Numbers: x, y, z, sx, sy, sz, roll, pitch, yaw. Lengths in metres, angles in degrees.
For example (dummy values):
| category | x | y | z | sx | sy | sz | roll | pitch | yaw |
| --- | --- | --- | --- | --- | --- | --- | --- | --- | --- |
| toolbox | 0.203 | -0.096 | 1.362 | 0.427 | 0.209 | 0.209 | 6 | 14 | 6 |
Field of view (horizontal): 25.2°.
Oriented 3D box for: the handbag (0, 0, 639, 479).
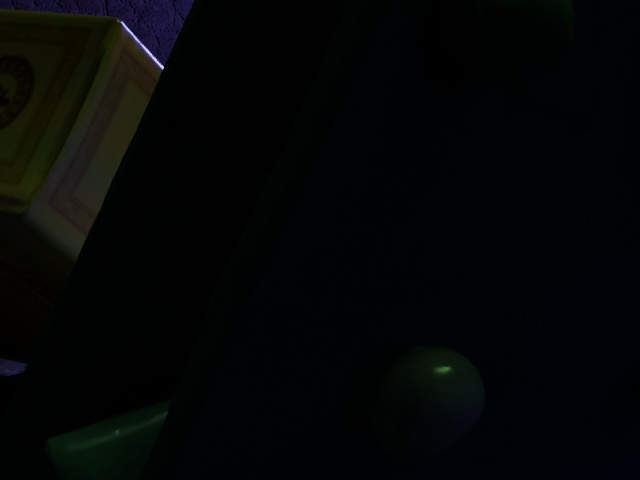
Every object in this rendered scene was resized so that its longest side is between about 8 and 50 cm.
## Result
| category | x | y | z | sx | sy | sz | roll | pitch | yaw |
| --- | --- | --- | --- | --- | --- | --- | --- | --- | --- |
| handbag | 0.062 | 0.024 | 0.431 | 0.269 | 0.274 | 0.100 | 15 | 25 | -39 |

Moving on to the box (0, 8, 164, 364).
| category | x | y | z | sx | sy | sz | roll | pitch | yaw |
| --- | --- | --- | --- | --- | --- | --- | --- | --- | --- |
| box | -0.146 | -0.015 | 0.561 | 0.274 | 0.076 | 0.174 | 9 | -22 | 33 |

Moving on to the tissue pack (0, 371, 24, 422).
| category | x | y | z | sx | sy | sz | roll | pitch | yaw |
| --- | --- | --- | --- | --- | --- | --- | --- | --- | --- |
| tissue pack | -0.131 | 0.069 | 0.576 | 0.138 | 0.028 | 0.085 | 12 | 8 | -33 |
